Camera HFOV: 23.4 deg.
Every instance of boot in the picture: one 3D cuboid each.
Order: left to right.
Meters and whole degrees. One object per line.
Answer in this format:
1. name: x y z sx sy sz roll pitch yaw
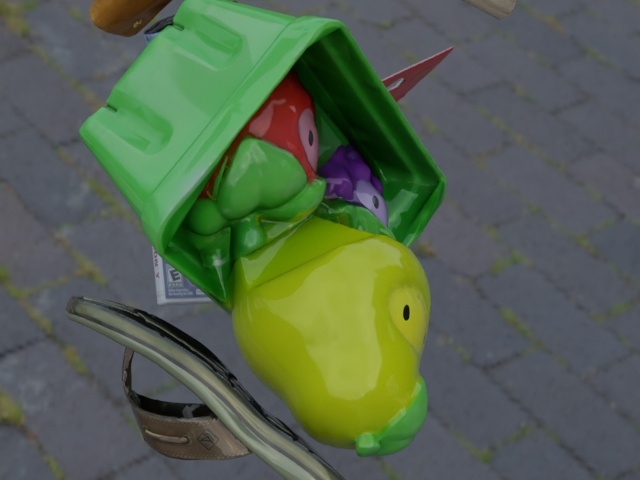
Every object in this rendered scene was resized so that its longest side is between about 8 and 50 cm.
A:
1. boot: -0.167 -0.297 1.624 0.104 0.211 0.295 50 14 0

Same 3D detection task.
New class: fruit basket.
1. fruit basket: 0.000 0.000 1.374 0.392 0.392 0.283 36 84 26

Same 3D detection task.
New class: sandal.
1. sandal: -0.092 0.148 1.240 0.303 0.086 0.120 41 -1 1

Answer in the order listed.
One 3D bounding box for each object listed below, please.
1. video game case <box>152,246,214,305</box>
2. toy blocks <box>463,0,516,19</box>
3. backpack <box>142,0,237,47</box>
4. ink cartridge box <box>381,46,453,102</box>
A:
1. video game case: -0.104 -0.019 1.781 0.201 0.023 0.183 -1 80 -32
2. toy blocks: 0.214 -0.445 1.740 0.260 0.309 0.289 23 74 -29
3. backpack: -0.154 -0.240 1.893 0.114 0.084 0.105 -18 11 -15
4. ink cartridge box: 0.041 -0.122 1.980 0.066 0.261 0.296 54 34 3
